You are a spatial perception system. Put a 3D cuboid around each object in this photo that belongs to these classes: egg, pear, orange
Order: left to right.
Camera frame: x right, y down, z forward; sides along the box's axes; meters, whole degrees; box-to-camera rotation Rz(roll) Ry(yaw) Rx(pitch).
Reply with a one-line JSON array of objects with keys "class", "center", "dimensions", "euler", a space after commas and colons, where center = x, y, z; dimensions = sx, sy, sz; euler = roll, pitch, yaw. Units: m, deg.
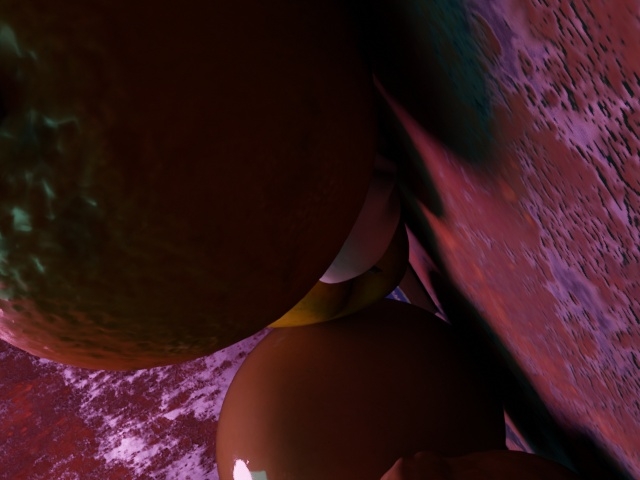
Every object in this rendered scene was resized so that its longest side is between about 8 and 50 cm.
[{"class": "orange", "center": [-0.118, -0.074, 0.613], "dimensions": [0.312, 0.312, 0.312], "euler": [58, 179, 2]}, {"class": "pear", "center": [-0.001, 0.002, 0.988], "dimensions": [0.178, 0.267, 0.267], "euler": [26, 166, 21]}, {"class": "egg", "center": [0.045, 0.210, 1.081], "dimensions": [0.301, 0.301, 0.374], "euler": [58, -168, 9]}]

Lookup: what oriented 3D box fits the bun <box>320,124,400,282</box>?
[{"class": "bun", "center": [0.000, -0.056, 0.816], "dimensions": [0.173, 0.120, 0.173], "euler": [51, -177, -4]}]

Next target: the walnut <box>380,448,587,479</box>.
[{"class": "walnut", "center": [0.129, 0.320, 0.785], "dimensions": [0.306, 0.306, 0.344], "euler": [59, -175, -39]}]

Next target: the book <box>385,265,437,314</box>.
[{"class": "book", "center": [0.008, -0.019, 1.453], "dimensions": [0.300, 0.039, 0.428], "euler": [58, 167, -6]}]
